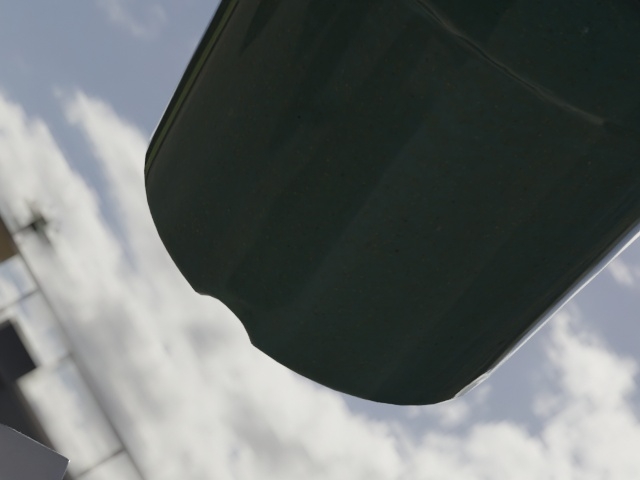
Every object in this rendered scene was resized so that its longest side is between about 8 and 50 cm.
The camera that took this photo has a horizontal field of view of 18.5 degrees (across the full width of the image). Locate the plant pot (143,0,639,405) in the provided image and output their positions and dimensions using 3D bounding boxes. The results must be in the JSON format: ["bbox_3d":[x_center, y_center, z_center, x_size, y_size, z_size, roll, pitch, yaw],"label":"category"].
[{"bbox_3d":[0.085,-0.103,1.104,0.341,0.341,0.334,53,-52,23],"label":"plant pot"}]

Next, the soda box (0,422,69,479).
[{"bbox_3d":[-0.182,0.171,0.788,0.074,0.216,0.069,32,-25,-26],"label":"soda box"}]
